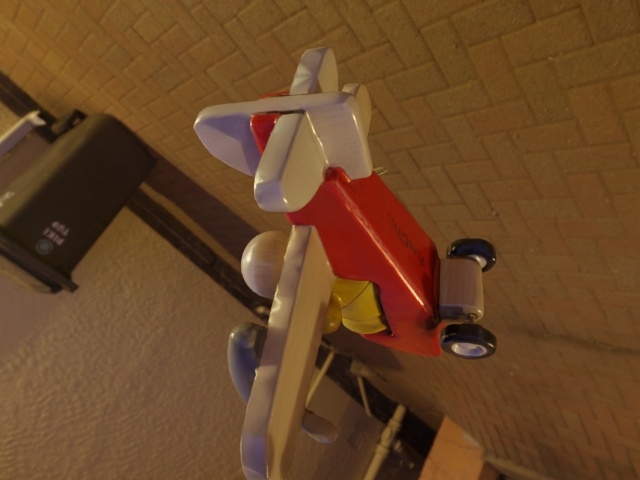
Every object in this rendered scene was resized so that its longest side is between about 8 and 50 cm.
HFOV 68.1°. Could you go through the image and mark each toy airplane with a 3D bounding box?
[{"bbox_3d":[0.000,0.000,0.525,0.273,0.386,0.384,-15,91,36],"label":"toy airplane"}]
